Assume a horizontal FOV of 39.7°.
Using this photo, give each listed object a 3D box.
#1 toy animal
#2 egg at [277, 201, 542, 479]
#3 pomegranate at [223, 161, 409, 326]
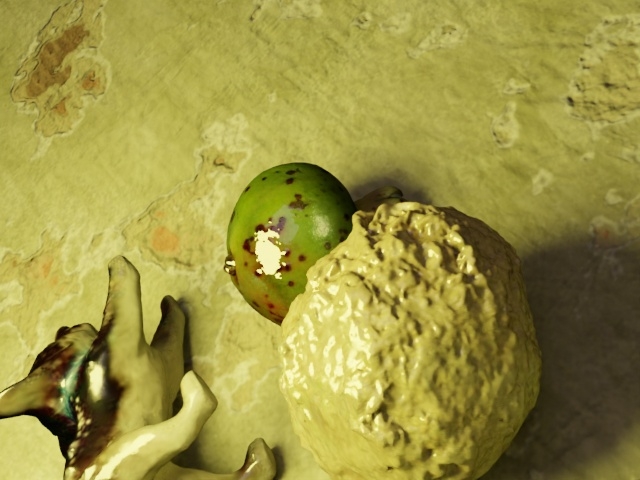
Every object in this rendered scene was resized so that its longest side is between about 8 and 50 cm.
[{"bbox_3d":[-0.268,0.223,1.068,0.302,0.194,0.344,-38,48,-4],"label":"toy animal"},{"bbox_3d":[0.091,0.118,0.903,0.279,0.279,0.311,1,86,27],"label":"egg"},{"bbox_3d":[0.000,0.000,1.076,0.247,0.202,0.202,-17,52,-16],"label":"pomegranate"}]
